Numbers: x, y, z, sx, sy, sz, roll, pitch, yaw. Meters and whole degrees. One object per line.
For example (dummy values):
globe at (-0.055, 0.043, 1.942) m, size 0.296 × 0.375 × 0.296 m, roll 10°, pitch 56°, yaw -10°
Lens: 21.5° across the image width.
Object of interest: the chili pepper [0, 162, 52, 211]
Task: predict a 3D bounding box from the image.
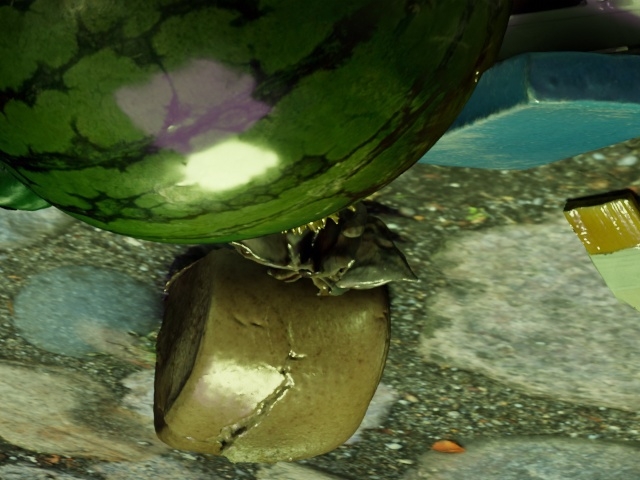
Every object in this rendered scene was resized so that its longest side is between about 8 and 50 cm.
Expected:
chili pepper at (-0.258, -0.108, 1.415) m, size 0.165 × 0.174 × 0.261 m, roll 37°, pitch 137°, yaw -28°

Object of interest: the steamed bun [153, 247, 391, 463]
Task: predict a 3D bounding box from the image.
steamed bun at (-0.064, 0.147, 1.830) m, size 0.251 × 0.199 × 0.301 m, roll 17°, pitch 154°, yaw -11°

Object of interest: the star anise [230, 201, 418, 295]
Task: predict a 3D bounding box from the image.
star anise at (0.001, 0.000, 1.624) m, size 0.209 × 0.089 × 0.231 m, roll 17°, pitch 163°, yaw -39°

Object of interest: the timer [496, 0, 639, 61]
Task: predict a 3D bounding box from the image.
timer at (0.139, -0.193, 1.171) m, size 0.253 × 0.078 × 0.178 m, roll -4°, pitch 150°, yaw 32°

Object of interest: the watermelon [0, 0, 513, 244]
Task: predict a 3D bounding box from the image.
watermelon at (-0.066, -0.167, 1.015) m, size 0.363 × 0.363 × 0.363 m, roll 10°, pitch 155°, yaw 5°

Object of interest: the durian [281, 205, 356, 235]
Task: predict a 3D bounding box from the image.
durian at (-0.009, -0.100, 1.333) m, size 0.138 × 0.193 × 0.237 m, roll -5°, pitch -173°, yaw -26°

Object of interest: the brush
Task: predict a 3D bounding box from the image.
brush at (0.337, 0.083, 1.601) m, size 0.085 × 0.020 × 0.336 m, roll -12°, pitch 126°, yaw 38°

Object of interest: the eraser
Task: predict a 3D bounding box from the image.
eraser at (0.160, -0.095, 1.283) m, size 0.144 × 0.042 × 0.312 m, roll 3°, pitch 174°, yaw -17°

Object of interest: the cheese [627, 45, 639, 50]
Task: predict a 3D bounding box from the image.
cheese at (0.311, -0.138, 1.240) m, size 0.171 × 0.047 × 0.092 m, roll 15°, pitch 156°, yaw -6°
